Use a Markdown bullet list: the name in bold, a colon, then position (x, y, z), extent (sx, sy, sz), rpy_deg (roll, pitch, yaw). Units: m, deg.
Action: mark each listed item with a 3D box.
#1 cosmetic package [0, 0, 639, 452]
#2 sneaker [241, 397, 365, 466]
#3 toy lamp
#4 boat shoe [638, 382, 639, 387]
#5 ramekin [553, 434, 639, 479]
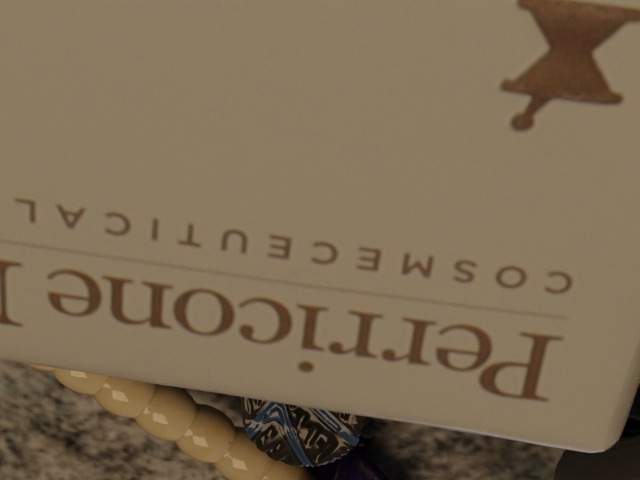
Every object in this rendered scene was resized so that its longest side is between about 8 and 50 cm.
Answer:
- **cosmetic package**: position (-0.027, -0.203, 0.572), extent (0.329, 0.327, 0.394), rpy_deg (8, 133, 1)
- **sneaker**: position (0.000, 0.000, 0.923), extent (0.080, 0.081, 0.211), rpy_deg (12, 115, 0)
- **toy lamp**: position (-0.068, 0.100, 1.020), extent (0.274, 0.080, 0.080), rpy_deg (32, 129, -16)
- **boat shoe**: position (0.219, 0.020, 0.876), extent (0.342, 0.123, 0.123), rpy_deg (-23, 123, 19)
- **ramekin**: position (0.233, 0.207, 0.942), extent (0.135, 0.277, 0.277), rpy_deg (-24, 124, 19)
